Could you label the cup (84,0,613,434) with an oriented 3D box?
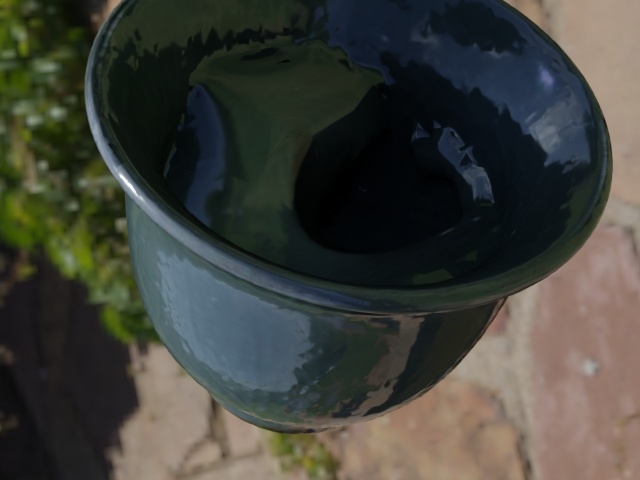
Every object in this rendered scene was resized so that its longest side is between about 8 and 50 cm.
[{"bbox_3d":[0.000,0.000,0.783,0.199,0.199,0.150,56,148,35],"label":"cup"}]
